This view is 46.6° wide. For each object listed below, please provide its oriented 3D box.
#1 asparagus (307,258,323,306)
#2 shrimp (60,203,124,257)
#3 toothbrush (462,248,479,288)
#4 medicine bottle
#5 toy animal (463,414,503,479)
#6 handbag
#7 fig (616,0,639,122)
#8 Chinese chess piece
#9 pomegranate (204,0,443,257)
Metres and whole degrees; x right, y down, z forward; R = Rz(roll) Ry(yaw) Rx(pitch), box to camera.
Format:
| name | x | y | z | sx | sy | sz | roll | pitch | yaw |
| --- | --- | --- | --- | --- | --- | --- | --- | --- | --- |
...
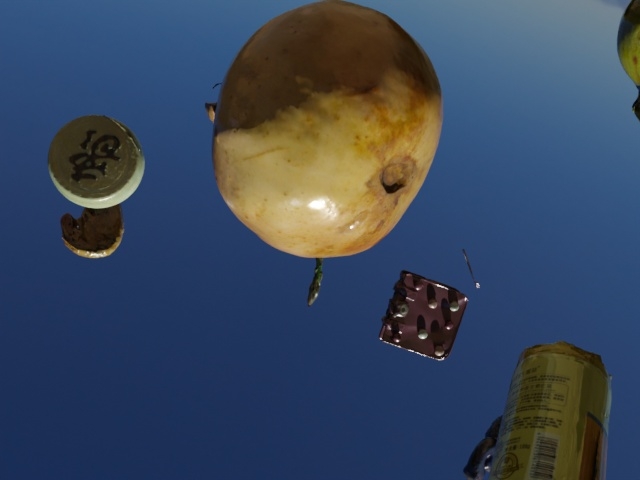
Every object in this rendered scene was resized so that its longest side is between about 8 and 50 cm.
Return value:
| name | x | y | z | sx | sy | sz | roll | pitch | yaw |
| --- | --- | --- | --- | --- | --- | --- | --- | --- | --- |
| asparagus | 0.000 | 0.000 | 1.261 | 0.023 | 0.233 | 0.022 | 6 | -171 | -10 |
| shrimp | -0.448 | -0.085 | 1.454 | 0.117 | 0.066 | 0.262 | 6 | -129 | -31 |
| toothbrush | 0.332 | 0.062 | 1.638 | 0.008 | 0.097 | 0.006 | -19 | -167 | 17 |
| medicine bottle | 0.261 | 0.223 | 0.831 | 0.124 | 0.124 | 0.239 | 24 | -136 | 8 |
| toy animal | 0.420 | 0.435 | 1.554 | 0.298 | 0.185 | 0.122 | -25 | -150 | -16 |
| handbag | 0.279 | 0.205 | 2.024 | 0.216 | 0.203 | 0.074 | 20 | 180 | -15 |
| fig | 0.473 | -0.257 | 1.005 | 0.142 | 0.186 | 0.148 | -29 | -122 | -30 |
| Chinese chess piece | -0.344 | -0.121 | 1.140 | 0.144 | 0.144 | 0.058 | 20 | 171 | -2 |
| pomegranate | -0.008 | -0.152 | 1.002 | 0.338 | 0.338 | 0.338 | 17 | -156 | -8 |
